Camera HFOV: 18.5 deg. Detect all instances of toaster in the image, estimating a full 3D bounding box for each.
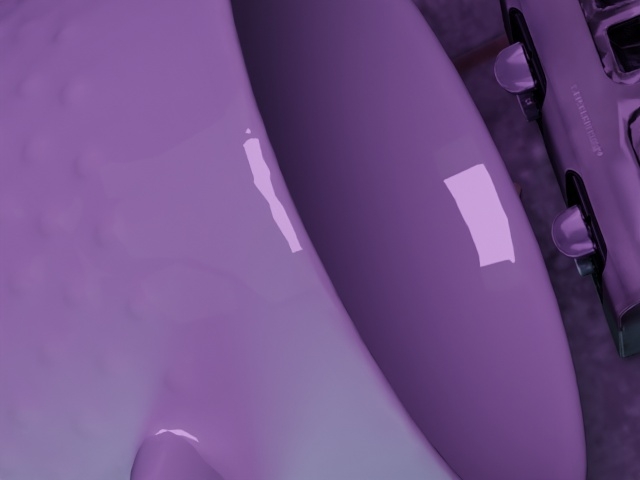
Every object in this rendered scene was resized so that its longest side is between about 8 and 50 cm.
[{"bbox_3d":[0.177,-0.057,0.824,0.186,0.110,0.168,-19,74,9],"label":"toaster"}]

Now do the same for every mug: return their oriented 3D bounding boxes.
[{"bbox_3d":[-0.106,0.072,0.731,0.328,0.374,0.276,-25,116,19],"label":"mug"}]

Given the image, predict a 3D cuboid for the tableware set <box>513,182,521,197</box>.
[{"bbox_3d":[0.000,0.000,0.903,0.169,0.020,0.141,32,86,19],"label":"tableware set"}]
